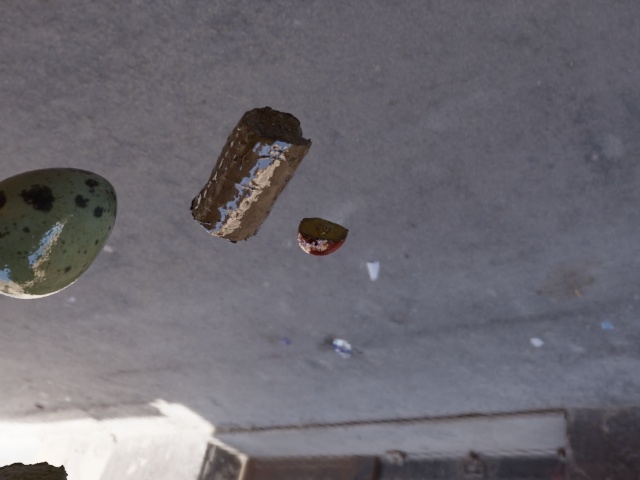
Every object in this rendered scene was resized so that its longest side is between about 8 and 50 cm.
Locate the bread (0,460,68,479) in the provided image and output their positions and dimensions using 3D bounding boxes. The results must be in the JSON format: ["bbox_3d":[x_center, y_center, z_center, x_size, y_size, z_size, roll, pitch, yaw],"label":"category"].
[{"bbox_3d":[-0.431,0.314,0.824,0.233,0.362,0.245,12,123,-2],"label":"bread"}]

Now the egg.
[{"bbox_3d":[-0.398,-0.017,1.086,0.228,0.177,0.177,-33,142,-7],"label":"egg"}]

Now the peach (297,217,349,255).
[{"bbox_3d":[0.001,0.000,1.401,0.098,0.098,0.061,12,121,2],"label":"peach"}]

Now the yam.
[{"bbox_3d":[-0.118,-0.116,1.294,0.128,0.129,0.238,39,127,6],"label":"yam"}]
